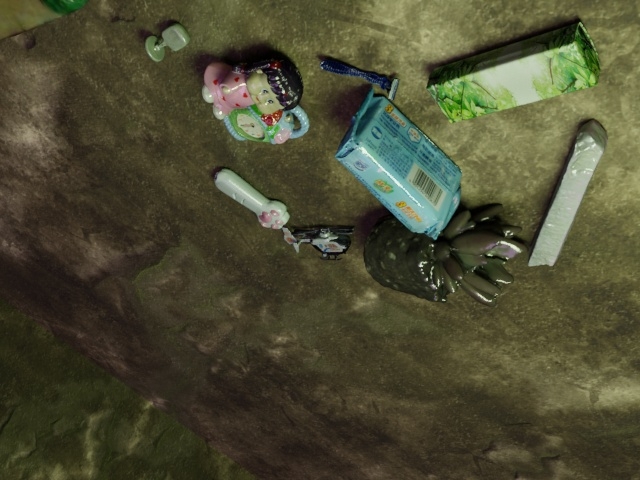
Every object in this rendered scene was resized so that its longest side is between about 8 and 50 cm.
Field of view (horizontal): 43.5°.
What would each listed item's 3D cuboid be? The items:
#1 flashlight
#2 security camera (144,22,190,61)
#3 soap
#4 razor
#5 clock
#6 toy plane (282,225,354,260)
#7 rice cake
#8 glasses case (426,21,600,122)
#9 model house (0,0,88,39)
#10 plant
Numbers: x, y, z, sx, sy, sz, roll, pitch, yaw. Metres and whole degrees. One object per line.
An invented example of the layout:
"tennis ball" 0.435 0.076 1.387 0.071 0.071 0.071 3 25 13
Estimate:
"flashlight" -0.164 -0.096 1.885 0.200 0.047 0.093 36 144 -11
"security camera" -0.304 -0.402 1.617 0.092 0.058 0.058 -14 127 29
"soap" 0.156 -0.139 1.525 0.293 0.156 0.077 42 145 -16
"razor" 0.072 -0.305 1.487 0.154 0.028 0.044 21 124 12
"clock" -0.113 -0.278 1.592 0.195 0.100 0.194 1 140 36
"toy plane" 0.000 0.001 1.895 0.197 0.053 0.078 3 128 31
"rice cake" 0.451 -0.071 1.478 0.056 0.073 0.365 17 142 11
"glasses case" 0.316 -0.275 1.333 0.272 0.062 0.095 -9 136 41
"model house" -0.494 -0.561 1.262 0.334 0.382 0.343 -5 134 37
"plant" 0.260 0.024 1.650 0.320 0.194 0.181 6 151 35
